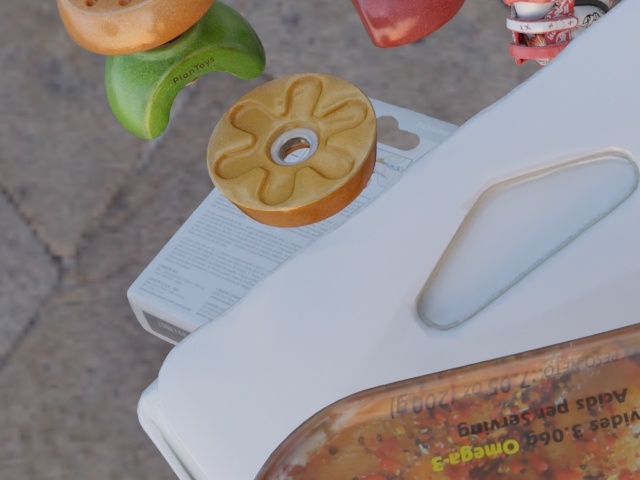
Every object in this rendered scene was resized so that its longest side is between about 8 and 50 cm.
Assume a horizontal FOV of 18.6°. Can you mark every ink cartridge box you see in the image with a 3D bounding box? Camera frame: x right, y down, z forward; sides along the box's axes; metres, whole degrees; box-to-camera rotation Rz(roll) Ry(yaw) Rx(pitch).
[{"bbox_3d":[0.118,0.022,0.787,0.279,0.384,0.160,-39,86,10],"label":"ink cartridge box"},{"bbox_3d":[0.000,0.000,1.433,0.189,0.232,0.066,21,147,35],"label":"ink cartridge box"}]

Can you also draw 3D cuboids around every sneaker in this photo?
[{"bbox_3d":[0.206,-0.247,1.857,0.090,0.270,0.145,6,83,34],"label":"sneaker"}]

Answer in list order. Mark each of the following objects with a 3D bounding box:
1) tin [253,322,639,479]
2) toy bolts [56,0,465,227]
[{"bbox_3d":[0.069,0.084,0.532,0.189,0.040,0.106,-13,73,-4],"label":"tin"},{"bbox_3d":[-0.022,-0.149,1.117,0.228,0.158,0.218,-35,50,-9],"label":"toy bolts"}]
